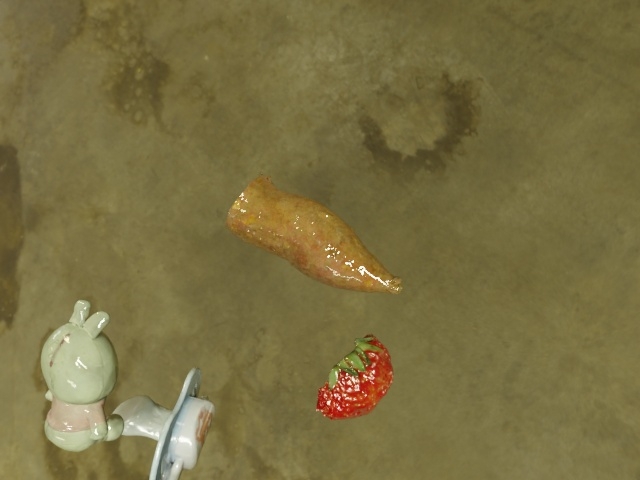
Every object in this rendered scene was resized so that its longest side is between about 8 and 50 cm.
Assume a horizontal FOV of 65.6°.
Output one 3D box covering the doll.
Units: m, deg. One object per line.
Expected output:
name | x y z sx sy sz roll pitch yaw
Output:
doll | -0.390 0.235 0.805 0.155 0.113 0.274 23 119 28

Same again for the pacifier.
pacifier | -0.343 0.397 1.049 0.207 0.279 0.227 16 120 -2

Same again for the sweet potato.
sweet potato | -0.001 0.003 0.861 0.337 0.131 0.131 27 92 21

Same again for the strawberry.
strawberry | 0.057 0.225 0.755 0.147 0.187 0.082 -38 64 -19
